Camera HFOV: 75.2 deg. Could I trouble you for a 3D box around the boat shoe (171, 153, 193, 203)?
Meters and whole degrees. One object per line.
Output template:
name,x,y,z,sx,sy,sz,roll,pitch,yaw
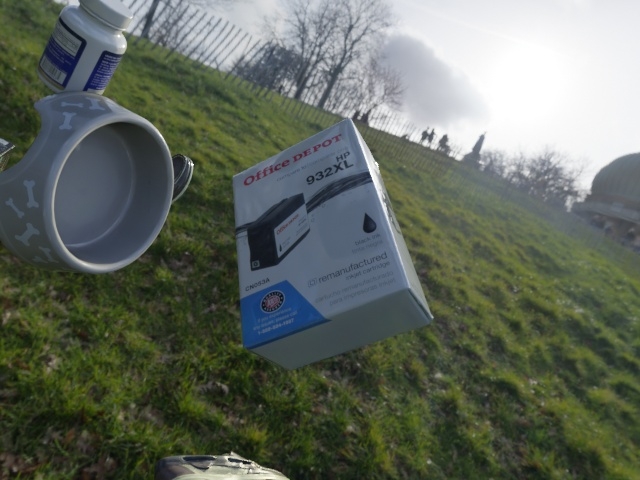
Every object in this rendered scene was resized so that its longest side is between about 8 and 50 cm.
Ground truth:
boat shoe,-0.391,-0.120,0.995,0.081,0.227,0.068,28,-14,14

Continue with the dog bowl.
dog bowl,-0.415,-0.095,0.787,0.102,0.348,0.349,16,2,14

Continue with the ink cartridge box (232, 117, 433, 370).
ink cartridge box,0.000,0.000,0.615,0.129,0.223,0.307,48,24,-50

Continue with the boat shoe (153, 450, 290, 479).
boat shoe,-0.126,0.329,0.573,0.224,0.080,0.073,32,9,-44

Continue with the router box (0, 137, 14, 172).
router box,-0.684,-0.142,0.843,0.038,0.122,0.092,33,27,-24

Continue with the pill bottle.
pill bottle,-0.427,-0.358,0.763,0.112,0.186,0.112,36,23,-18
